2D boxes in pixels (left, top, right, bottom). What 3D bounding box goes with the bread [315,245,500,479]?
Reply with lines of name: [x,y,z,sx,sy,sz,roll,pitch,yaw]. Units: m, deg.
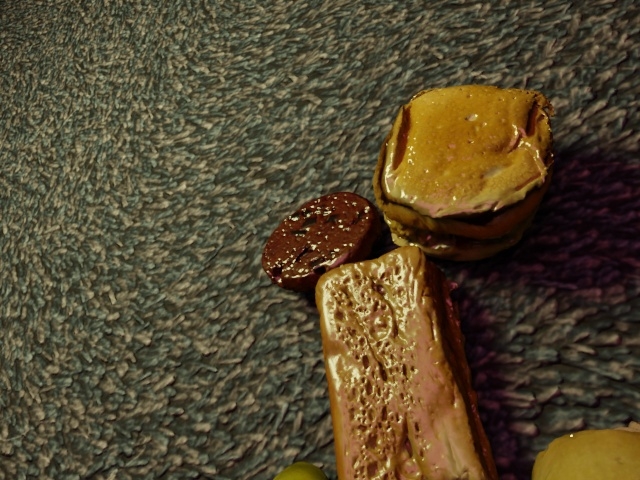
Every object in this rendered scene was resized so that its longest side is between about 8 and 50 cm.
bread: [0.101,0.195,0.695,0.185,0.109,0.380,-14,59,13]

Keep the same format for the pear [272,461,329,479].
pear: [-0.019,0.334,0.670,0.104,0.141,0.141,27,79,21]

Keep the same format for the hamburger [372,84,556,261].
hamburger: [0.187,-0.087,0.772,0.244,0.163,0.244,-11,55,16]

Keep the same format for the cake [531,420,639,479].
cake: [0.282,0.243,0.532,0.207,0.185,0.178,-12,23,26]

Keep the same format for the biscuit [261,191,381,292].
biscuit: [0.000,0.000,0.876,0.192,0.049,0.192,-18,39,16]
